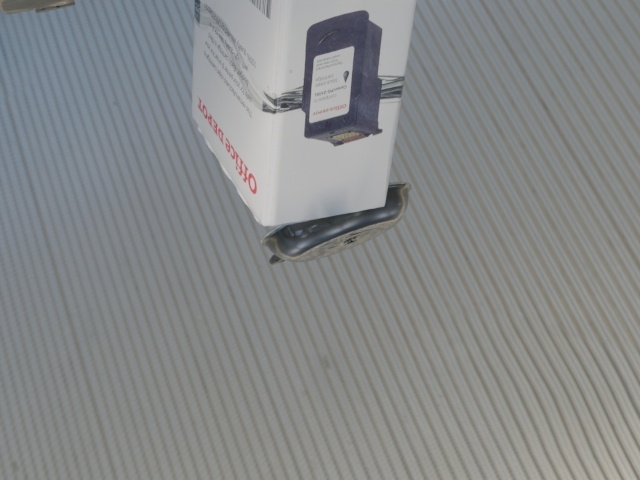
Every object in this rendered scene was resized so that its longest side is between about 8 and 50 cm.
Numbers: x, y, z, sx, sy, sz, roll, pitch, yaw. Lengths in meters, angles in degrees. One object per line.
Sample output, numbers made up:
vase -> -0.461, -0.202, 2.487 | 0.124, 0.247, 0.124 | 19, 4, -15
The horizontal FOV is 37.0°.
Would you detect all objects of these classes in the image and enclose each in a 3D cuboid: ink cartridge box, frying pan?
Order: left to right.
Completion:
ink cartridge box -> -0.018, -0.155, 0.672 | 0.100, 0.237, 0.172 | -10, 38, -22
frying pan -> -0.019, 0.003, 1.213 | 0.326, 0.197, 0.053 | -30, 77, 42

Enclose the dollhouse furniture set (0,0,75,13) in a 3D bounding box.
dollhouse furniture set -> -0.539, -0.561, 1.541 | 0.198, 0.286, 0.304 | -14, 78, -13
